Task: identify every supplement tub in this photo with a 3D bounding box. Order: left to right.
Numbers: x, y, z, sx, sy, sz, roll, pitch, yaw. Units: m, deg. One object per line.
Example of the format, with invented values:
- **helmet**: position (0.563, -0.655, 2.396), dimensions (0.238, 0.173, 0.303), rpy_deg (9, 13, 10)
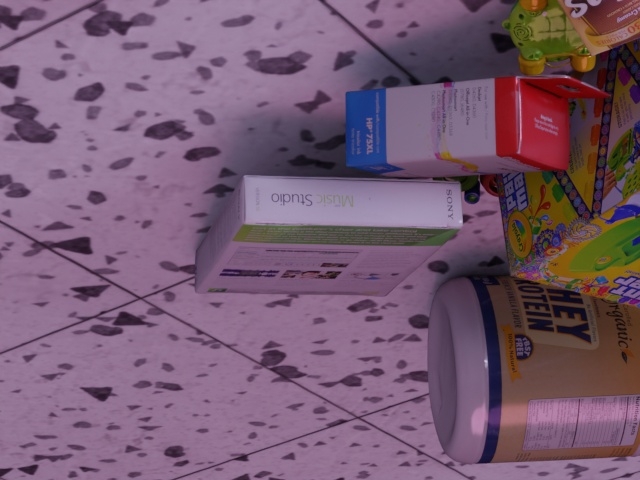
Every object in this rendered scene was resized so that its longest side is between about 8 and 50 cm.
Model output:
- **supplement tub**: position (0.301, 0.152, 2.244), dimensions (0.316, 0.228, 0.228), rpy_deg (-2, 151, -7)

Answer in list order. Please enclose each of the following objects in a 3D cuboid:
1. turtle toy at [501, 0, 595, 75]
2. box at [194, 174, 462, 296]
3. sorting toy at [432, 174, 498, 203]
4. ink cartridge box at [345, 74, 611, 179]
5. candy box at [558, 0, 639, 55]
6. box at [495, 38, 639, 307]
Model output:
- **turtle toy**: position (0.233, -0.211, 1.735), dimensions (0.130, 0.066, 0.095), rpy_deg (-5, 127, -4)
- **box**: position (0.000, 0.000, 2.012), dimensions (0.232, 0.058, 0.322), rpy_deg (1, 167, -13)
- **sorting toy**: position (0.170, -0.075, 2.010), dimensions (0.102, 0.042, 0.061), rpy_deg (11, 134, -6)
- **ink cartridge box**: position (0.155, -0.109, 1.804), dimensions (0.231, 0.078, 0.134), rpy_deg (-3, 175, 29)
- **candy box**: position (0.245, -0.257, 1.611), dimensions (0.109, 0.053, 0.186), rpy_deg (-20, 130, 24)
- **box**: position (0.381, -0.068, 1.912), dimensions (0.290, 0.177, 0.279), rpy_deg (13, 147, -31)
